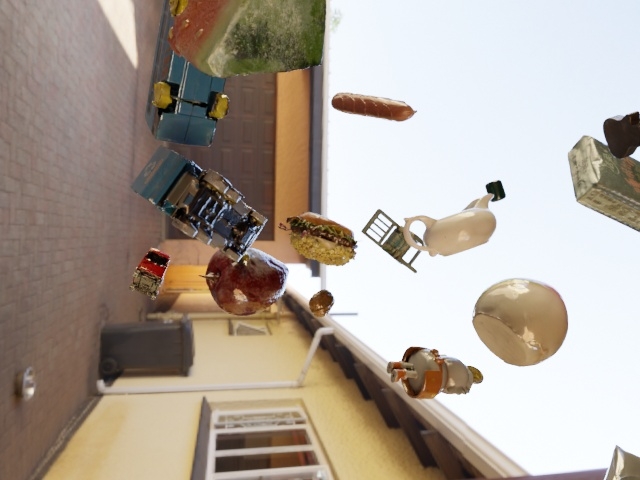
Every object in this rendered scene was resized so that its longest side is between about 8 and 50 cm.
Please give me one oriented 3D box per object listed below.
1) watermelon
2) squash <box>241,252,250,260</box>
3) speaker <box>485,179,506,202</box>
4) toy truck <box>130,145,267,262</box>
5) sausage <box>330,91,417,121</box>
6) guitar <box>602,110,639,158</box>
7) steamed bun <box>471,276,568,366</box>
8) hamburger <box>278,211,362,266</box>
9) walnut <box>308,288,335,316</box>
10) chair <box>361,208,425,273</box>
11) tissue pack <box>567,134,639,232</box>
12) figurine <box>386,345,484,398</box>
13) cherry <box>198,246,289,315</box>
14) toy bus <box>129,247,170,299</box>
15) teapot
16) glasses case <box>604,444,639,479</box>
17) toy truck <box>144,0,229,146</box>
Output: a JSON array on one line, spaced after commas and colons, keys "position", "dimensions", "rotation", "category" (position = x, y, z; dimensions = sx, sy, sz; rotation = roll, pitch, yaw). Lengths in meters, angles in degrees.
[{"position": [-0.141, -0.336, 0.780], "dimensions": [0.256, 0.193, 0.140], "rotation": [26, -59, 44], "category": "watermelon"}, {"position": [-0.239, 0.036, 1.486], "dimensions": [0.083, 0.027, 0.027], "rotation": [37, -45, 32], "category": "squash"}, {"position": [0.637, -0.179, 1.779], "dimensions": [0.060, 0.094, 0.075], "rotation": [-18, -90, 56], "category": "speaker"}, {"position": [-0.267, -0.079, 1.144], "dimensions": [0.146, 0.175, 0.367], "rotation": [-54, 155, -6], "category": "toy truck"}, {"position": [0.178, -0.487, 1.808], "dimensions": [0.433, 0.088, 0.088], "rotation": [25, -63, 47], "category": "sausage"}, {"position": [0.612, -0.216, 0.938], "dimensions": [0.233, 0.025, 0.088], "rotation": [48, 23, -88], "category": "guitar"}, {"position": [0.686, 0.248, 1.659], "dimensions": [0.309, 0.309, 0.309], "rotation": [-179, -90, -79], "category": "steamed bun"}, {"position": [0.000, 0.000, 1.595], "dimensions": [0.243, 0.261, 0.139], "rotation": [29, 81, -61], "category": "hamburger"}, {"position": [0.003, 0.203, 1.602], "dimensions": [0.082, 0.096, 0.079], "rotation": [0, -57, 45], "category": "walnut"}, {"position": [0.327, 0.003, 2.103], "dimensions": [0.136, 0.270, 0.147], "rotation": [-52, -151, 0], "category": "chair"}, {"position": [0.855, -0.143, 1.380], "dimensions": [0.103, 0.315, 0.228], "rotation": [121, -10, -47], "category": "tissue pack"}, {"position": [0.308, 0.345, 1.309], "dimensions": [0.143, 0.271, 0.143], "rotation": [175, -90, -80], "category": "figurine"}, {"position": [-0.232, 0.125, 1.575], "dimensions": [0.230, 0.300, 0.203], "rotation": [51, -47, 43], "category": "cherry"}, {"position": [-0.495, 0.100, 1.449], "dimensions": [0.195, 0.081, 0.089], "rotation": [-45, -158, 56], "category": "toy bus"}, {"position": [0.372, -0.035, 1.379], "dimensions": [0.204, 0.298, 0.139], "rotation": [-22, -94, 69], "category": "teapot"}, {"position": [0.768, 0.645, 1.247], "dimensions": [0.128, 0.308, 0.083], "rotation": [36, -41, 24], "category": "glasses case"}, {"position": [-0.279, -0.405, 1.080], "dimensions": [0.162, 0.161, 0.385], "rotation": [47, -54, 45], "category": "toy truck"}]
